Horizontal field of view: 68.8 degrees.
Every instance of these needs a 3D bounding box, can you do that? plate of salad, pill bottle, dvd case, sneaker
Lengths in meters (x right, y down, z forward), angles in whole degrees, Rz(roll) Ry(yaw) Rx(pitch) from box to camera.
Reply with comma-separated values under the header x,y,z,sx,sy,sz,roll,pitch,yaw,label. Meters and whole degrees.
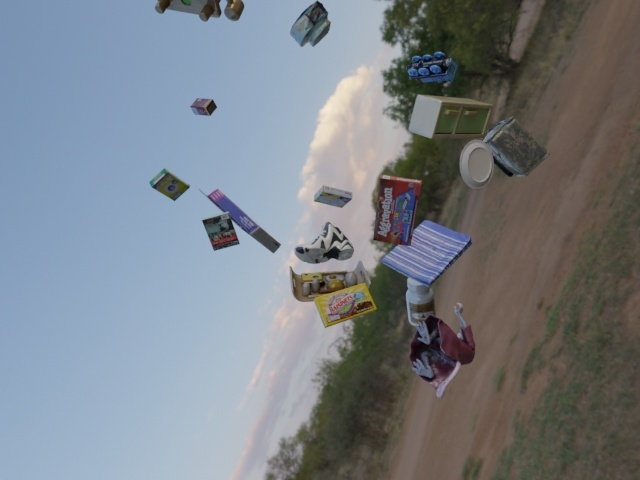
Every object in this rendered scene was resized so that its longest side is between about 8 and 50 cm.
x,y,z,sx,sy,sz,roll,pitch,yaw,label
0.627,-0.305,1.891,0.048,0.199,0.200,7,71,59,plate of salad
0.471,0.282,2.205,0.131,0.131,0.229,-51,-45,-54,pill bottle
-0.312,-0.028,1.466,0.013,0.087,0.119,-109,4,-55,dvd case
0.000,0.000,1.771,0.094,0.234,0.153,103,155,-45,sneaker

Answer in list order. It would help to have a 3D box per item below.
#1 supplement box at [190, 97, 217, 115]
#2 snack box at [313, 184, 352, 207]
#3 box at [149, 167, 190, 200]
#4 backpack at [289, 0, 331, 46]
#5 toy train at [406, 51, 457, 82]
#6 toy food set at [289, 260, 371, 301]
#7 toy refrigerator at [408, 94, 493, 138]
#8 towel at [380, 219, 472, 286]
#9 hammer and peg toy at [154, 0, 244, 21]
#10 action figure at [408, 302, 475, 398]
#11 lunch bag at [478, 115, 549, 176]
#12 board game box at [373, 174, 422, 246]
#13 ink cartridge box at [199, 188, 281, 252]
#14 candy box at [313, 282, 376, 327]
x,y,z,sx,sy,sz,roll,pitch,yaw,label
-0.456,-0.521,1.827,0.055,0.083,0.043,-61,-31,-27,supplement box
0.054,-0.189,2.035,0.100,0.141,0.037,142,135,-58,snack box
-0.694,-0.253,2.178,0.105,0.043,0.179,-41,-30,7,box
-0.047,-0.997,2.194,0.188,0.144,0.166,-37,8,0,backpack
0.406,-0.629,1.721,0.105,0.184,0.080,25,-99,-42,toy train
0.031,0.145,1.865,0.220,0.306,0.092,-106,15,-67,toy food set
0.382,-0.351,1.341,0.269,0.094,0.102,-10,-58,-40,toy refrigerator
0.446,0.039,1.948,0.336,0.243,0.040,-38,-41,-31,towel
-0.438,-0.902,1.615,0.266,0.361,0.127,81,-153,-61,hammer and peg toy
0.485,0.389,1.690,0.370,0.276,0.248,17,-69,-43,action figure
0.848,-0.411,2.105,0.169,0.235,0.287,-45,1,10,lunch bag
0.272,-0.103,1.682,0.027,0.145,0.281,-67,-17,-47,board game box
-0.362,-0.104,2.147,0.071,0.324,0.330,-48,-28,-4,ink cartridge box
0.086,0.220,1.609,0.205,0.105,0.027,-14,-22,-27,candy box
